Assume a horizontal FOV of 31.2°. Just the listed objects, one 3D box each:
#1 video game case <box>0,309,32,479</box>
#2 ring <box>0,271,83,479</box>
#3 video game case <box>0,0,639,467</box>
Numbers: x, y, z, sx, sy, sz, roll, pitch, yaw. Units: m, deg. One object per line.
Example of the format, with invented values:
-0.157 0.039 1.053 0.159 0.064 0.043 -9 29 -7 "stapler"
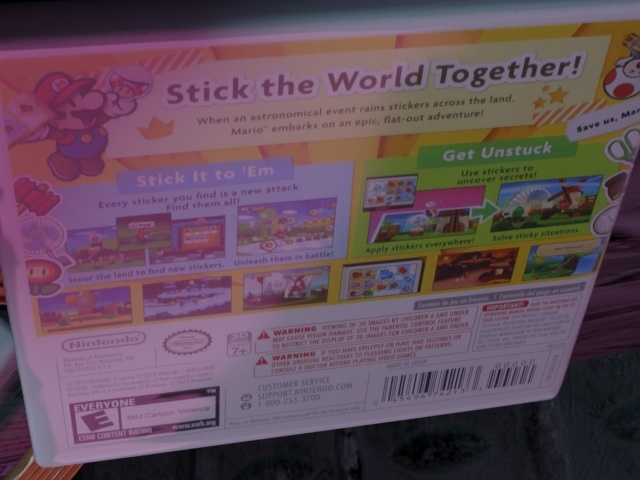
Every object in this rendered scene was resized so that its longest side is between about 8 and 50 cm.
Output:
-0.264 0.181 0.832 0.300 0.036 0.329 -50 171 -1 "video game case"
-0.230 0.110 0.602 0.337 0.032 0.336 -38 154 -22 "ring"
0.000 0.000 0.419 0.227 0.026 0.206 -6 135 -11 "video game case"
